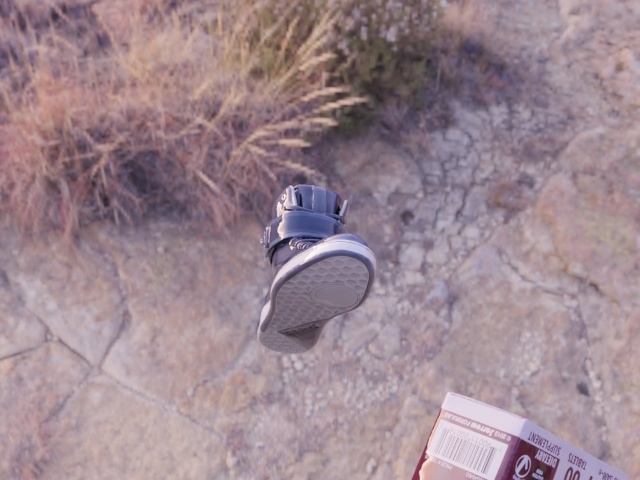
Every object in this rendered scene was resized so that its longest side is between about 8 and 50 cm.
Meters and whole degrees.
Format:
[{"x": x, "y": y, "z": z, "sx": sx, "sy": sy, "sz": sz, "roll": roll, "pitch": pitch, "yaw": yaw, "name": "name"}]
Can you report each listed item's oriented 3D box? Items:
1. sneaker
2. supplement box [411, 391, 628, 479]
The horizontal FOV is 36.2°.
[{"x": -0.002, "y": 0.000, "z": 0.956, "sx": 0.086, "sy": 0.226, "sz": 0.164, "roll": 18, "pitch": 62, "yaw": -14, "name": "sneaker"}, {"x": 0.097, "y": 0.234, "z": 0.624, "sx": 0.073, "sy": 0.130, "sz": 0.240, "roll": 13, "pitch": 75, "yaw": 51, "name": "supplement box"}]
